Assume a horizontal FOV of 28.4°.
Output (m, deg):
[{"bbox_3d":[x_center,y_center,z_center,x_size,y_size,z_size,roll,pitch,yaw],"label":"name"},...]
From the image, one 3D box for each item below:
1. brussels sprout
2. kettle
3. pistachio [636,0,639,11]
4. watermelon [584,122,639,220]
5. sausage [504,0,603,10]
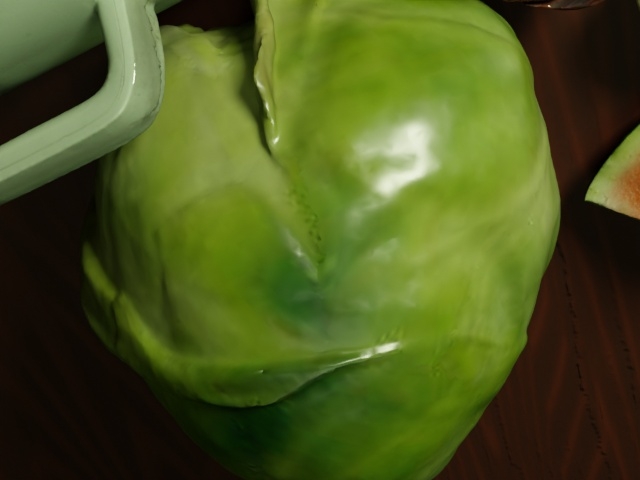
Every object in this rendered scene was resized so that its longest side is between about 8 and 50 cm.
[{"bbox_3d":[-0.007,0.011,0.953,0.342,0.361,0.425,8,133,-11],"label":"brussels sprout"},{"bbox_3d":[-0.190,-0.190,0.854,0.318,0.205,0.265,-23,103,23],"label":"kettle"},{"bbox_3d":[0.303,-0.187,0.928,0.149,0.113,0.113,14,133,-10],"label":"pistachio"},{"bbox_3d":[0.337,-0.067,1.061,0.193,0.137,0.145,14,98,-12],"label":"watermelon"},{"bbox_3d":[0.099,-0.252,0.843,0.279,0.152,0.152,22,131,-18],"label":"sausage"}]
